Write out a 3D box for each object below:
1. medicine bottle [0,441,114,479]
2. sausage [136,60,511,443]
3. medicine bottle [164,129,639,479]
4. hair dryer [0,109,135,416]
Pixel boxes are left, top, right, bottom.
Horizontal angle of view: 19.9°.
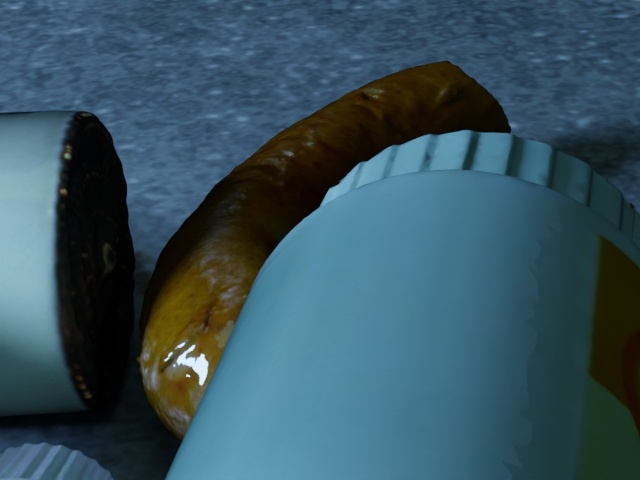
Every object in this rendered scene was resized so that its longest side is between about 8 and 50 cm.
[{"bbox_3d":[-0.102,0.122,0.545,0.083,0.083,0.203,-4,10,4],"label":"medicine bottle"},{"bbox_3d":[-0.005,0.000,0.810,0.103,0.076,0.302,4,28,24],"label":"sausage"},{"bbox_3d":[0.030,0.091,0.531,0.158,0.158,0.318,1,28,12],"label":"medicine bottle"},{"bbox_3d":[-0.197,0.042,0.648,0.203,0.128,0.362,-2,14,6],"label":"hair dryer"}]
